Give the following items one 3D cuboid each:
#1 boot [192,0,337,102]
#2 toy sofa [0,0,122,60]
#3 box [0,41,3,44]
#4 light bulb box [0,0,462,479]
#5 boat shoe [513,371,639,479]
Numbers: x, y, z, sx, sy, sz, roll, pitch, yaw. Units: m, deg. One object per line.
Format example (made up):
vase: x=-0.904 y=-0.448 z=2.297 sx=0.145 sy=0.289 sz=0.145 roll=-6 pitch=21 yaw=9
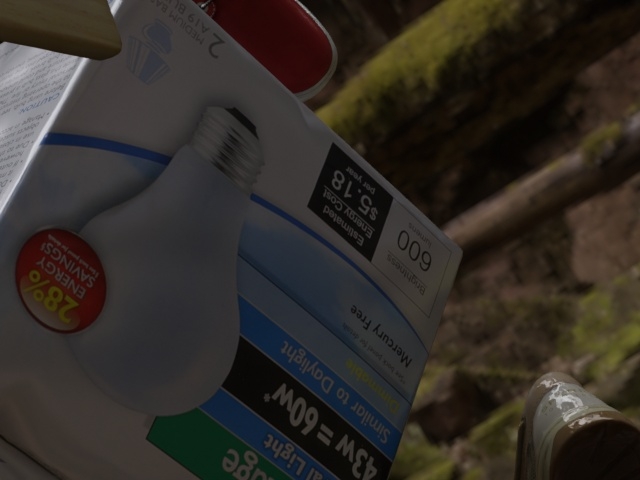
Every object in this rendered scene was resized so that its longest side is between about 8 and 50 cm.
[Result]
boot: x=-0.096 y=-0.203 z=1.191 sx=0.088 sy=0.244 sz=0.176 roll=-50 pitch=-13 yaw=-9
toy sofa: x=-0.305 y=-0.124 z=0.848 sx=0.363 sy=0.177 sz=0.150 roll=-20 pitch=-6 yaw=18
box: x=-0.255 y=-0.357 z=1.814 sx=0.296 sy=0.294 sz=0.183 roll=5 pitch=-10 yaw=22
light bulb box: x=-0.131 y=0.070 z=1.149 sx=0.358 sy=0.361 sz=0.225 roll=40 pitch=-39 yaw=-26
boat shoe: x=0.196 y=0.244 z=1.256 sx=0.109 sy=0.098 sz=0.302 roll=-12 pitch=-62 yaw=-14
